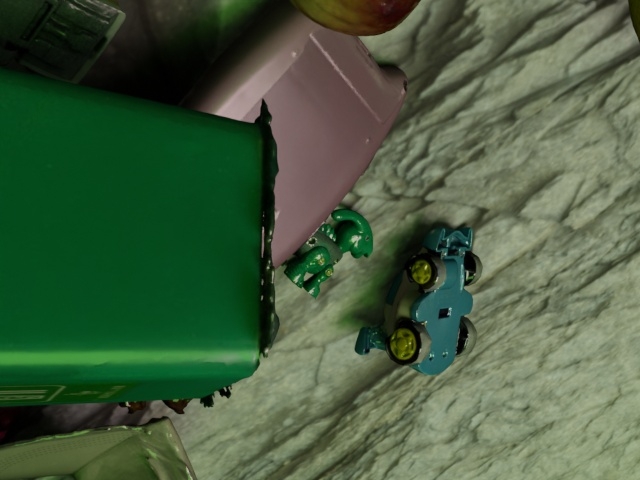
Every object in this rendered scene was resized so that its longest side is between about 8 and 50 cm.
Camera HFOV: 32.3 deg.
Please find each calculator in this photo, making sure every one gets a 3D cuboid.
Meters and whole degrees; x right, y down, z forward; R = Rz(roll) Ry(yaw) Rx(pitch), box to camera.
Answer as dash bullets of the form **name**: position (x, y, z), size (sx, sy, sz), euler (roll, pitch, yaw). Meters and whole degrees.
- **calculator**: position (-0.042, -0.079, 0.974), size (0.294, 0.043, 0.194), euler (-51, 132, -8)

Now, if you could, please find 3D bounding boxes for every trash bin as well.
- **trash bin**: position (-0.237, -0.012, 0.757), size (0.381, 0.295, 0.259), euler (5, 164, -20)

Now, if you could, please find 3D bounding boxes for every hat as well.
- **hat**: position (-0.225, 0.250, 1.091), size (0.244, 0.149, 0.214), euler (-19, 172, -16)

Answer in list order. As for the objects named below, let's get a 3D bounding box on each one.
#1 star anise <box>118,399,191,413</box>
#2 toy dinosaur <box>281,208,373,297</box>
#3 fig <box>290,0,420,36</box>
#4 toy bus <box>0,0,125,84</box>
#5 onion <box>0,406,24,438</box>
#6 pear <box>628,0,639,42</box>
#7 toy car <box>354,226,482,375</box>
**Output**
- **star anise**: position (-0.162, 0.073, 1.027), size (0.220, 0.126, 0.190), euler (-29, 120, -20)
- **toy dinosaur**: position (0.000, 0.000, 1.113), size (0.096, 0.059, 0.132), euler (-44, 140, 1)
- **fig**: position (-0.008, -0.253, 0.870), size (0.230, 0.160, 0.143), euler (13, 160, 6)
- **toy bus**: position (-0.270, -0.208, 0.784), size (0.268, 0.106, 0.092), euler (25, 112, -40)
- **onion**: position (-0.357, 0.130, 0.922), size (0.140, 0.218, 0.195), euler (-44, 106, 2)
- **pear**: position (0.415, -0.238, 0.959), size (0.294, 0.294, 0.294), euler (-13, 130, -16)
- **toy car**: position (0.104, 0.060, 1.196), size (0.126, 0.098, 0.161), euler (-4, 102, -55)
